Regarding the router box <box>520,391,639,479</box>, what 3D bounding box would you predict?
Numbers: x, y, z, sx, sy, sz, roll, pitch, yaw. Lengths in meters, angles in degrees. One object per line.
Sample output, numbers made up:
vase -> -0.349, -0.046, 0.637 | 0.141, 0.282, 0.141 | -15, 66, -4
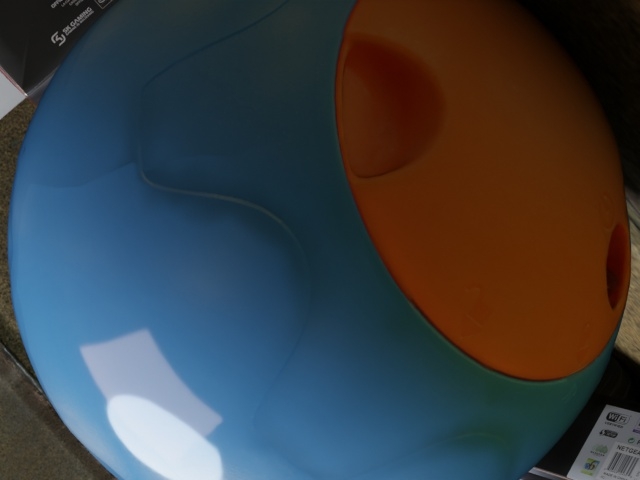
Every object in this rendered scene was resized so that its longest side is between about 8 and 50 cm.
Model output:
router box -> 0.223, 0.214, 1.032 | 0.309, 0.081, 0.243 | 11, 148, 47

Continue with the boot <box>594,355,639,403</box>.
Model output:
boot -> 0.247, 0.156, 1.107 | 0.208, 0.076, 0.190 | 44, 179, -37

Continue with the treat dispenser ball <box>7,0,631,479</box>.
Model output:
treat dispenser ball -> 0.000, 0.000, 0.588 | 0.288, 0.288, 0.288 | 48, 176, 4

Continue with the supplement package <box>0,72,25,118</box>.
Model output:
supplement package -> -0.324, -0.297, 1.308 | 0.177, 0.293, 0.175 | 45, 175, 39

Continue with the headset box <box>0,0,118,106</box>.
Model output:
headset box -> -0.160, -0.199, 0.974 | 0.110, 0.218, 0.293 | 47, 176, 3
